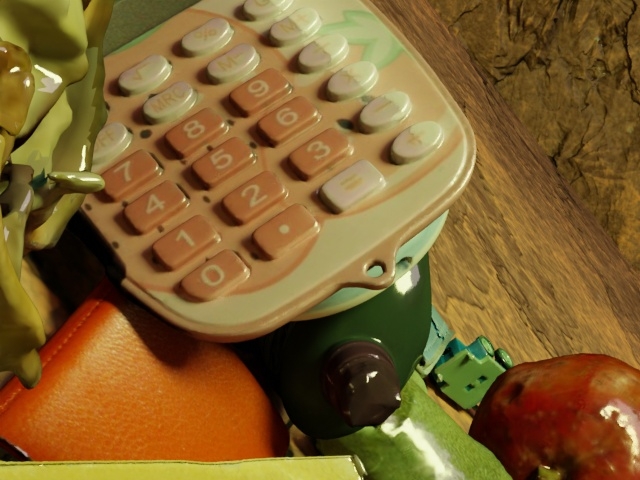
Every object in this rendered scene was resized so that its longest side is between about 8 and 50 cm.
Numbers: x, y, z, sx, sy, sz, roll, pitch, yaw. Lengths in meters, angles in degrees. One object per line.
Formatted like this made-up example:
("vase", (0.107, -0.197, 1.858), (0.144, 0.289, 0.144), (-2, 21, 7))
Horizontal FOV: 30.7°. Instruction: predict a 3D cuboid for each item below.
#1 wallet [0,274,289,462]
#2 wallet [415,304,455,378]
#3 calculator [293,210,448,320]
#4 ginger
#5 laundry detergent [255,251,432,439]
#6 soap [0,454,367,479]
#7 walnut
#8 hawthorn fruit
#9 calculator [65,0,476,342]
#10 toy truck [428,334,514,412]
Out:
("wallet", (-0.082, 0.098, 0.553), (0.142, 0.045, 0.204), (49, 18, -8))
("wallet", (0.000, 0.000, 0.892), (0.250, 0.075, 0.176), (53, 14, 3))
("calculator", (-0.050, -0.066, 0.694), (0.303, 0.188, 0.042), (43, -16, 34))
("ginger", (0.099, 0.198, 0.745), (0.290, 0.089, 0.137), (56, 7, 17))
("laundry detergent", (0.018, 0.043, 0.688), (0.078, 0.144, 0.221), (31, 6, -12))
("soap", (-0.046, 0.129, 0.447), (0.252, 0.037, 0.092), (14, 44, -55))
("walnut", (-0.143, -0.069, 0.417), (0.141, 0.204, 0.238), (10, 16, -8))
("hawthorn fruit", (0.185, 0.171, 0.857), (0.179, 0.179, 0.200), (57, 18, 12))
("calculator", (-0.065, -0.077, 0.649), (0.329, 0.220, 0.048), (47, -19, 32))
("toy truck", (0.165, 0.151, 1.023), (0.175, 0.067, 0.081), (40, 23, -34))
